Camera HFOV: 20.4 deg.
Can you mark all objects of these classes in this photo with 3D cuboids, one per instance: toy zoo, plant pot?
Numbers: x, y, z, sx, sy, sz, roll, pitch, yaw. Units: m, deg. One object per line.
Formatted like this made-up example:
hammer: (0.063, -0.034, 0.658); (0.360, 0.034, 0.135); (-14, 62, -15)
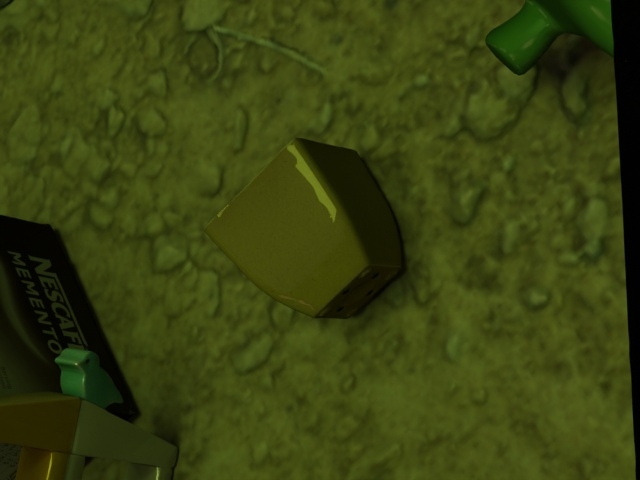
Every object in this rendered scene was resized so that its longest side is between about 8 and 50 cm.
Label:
toy zoo: (-0.173, 0.207, 1.041); (0.030, 0.192, 0.293); (5, 82, 37)
plant pot: (0.000, 0.000, 1.042); (0.081, 0.081, 0.083); (-45, 69, 19)

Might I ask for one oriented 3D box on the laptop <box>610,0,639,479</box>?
laptop: (0.298, -0.027, 0.638); (0.408, 0.236, 0.381); (173, 95, -74)

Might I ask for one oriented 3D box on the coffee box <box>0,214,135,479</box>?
coffee box: (-0.278, 0.061, 1.089); (0.119, 0.297, 0.168); (-44, 58, 23)

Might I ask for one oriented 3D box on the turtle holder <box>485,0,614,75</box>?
turtle holder: (0.128, -0.230, 0.902); (0.227, 0.243, 0.320); (-42, 37, 3)
